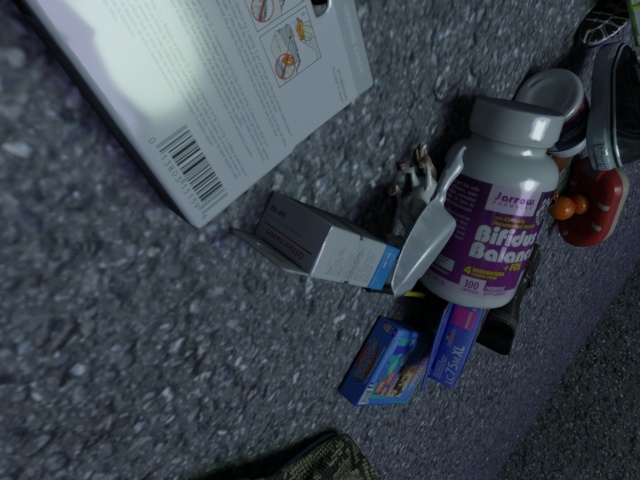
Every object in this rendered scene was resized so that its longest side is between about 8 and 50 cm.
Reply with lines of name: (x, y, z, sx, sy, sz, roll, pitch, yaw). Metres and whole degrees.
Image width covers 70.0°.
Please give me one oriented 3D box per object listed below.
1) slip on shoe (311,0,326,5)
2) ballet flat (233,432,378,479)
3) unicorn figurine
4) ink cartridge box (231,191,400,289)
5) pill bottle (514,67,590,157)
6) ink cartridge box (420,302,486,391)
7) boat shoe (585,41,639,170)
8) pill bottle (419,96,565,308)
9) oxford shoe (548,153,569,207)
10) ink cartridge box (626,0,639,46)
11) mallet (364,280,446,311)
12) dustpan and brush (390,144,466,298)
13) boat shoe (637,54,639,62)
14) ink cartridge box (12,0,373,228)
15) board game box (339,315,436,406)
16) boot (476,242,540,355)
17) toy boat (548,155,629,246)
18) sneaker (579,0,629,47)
slip on shoe: (-0.020, -0.273, 0.386, 0.135, 0.051, 0.041, 54, 34, -41)
ballet flat: (-0.069, 0.432, 0.683, 0.482, 0.182, 0.164, 1, 115, -46)
unicorn figurine: (0.133, -0.051, 0.671, 0.162, 0.060, 0.111, -50, 141, -10)
ink cartridge box: (0.000, 0.000, 0.532, 0.180, 0.104, 0.060, 17, 102, -50)
pill bottle: (0.431, -0.221, 0.832, 0.180, 0.108, 0.108, 19, 100, -50)
ink cartridge box: (0.288, 0.156, 0.901, 0.311, 0.065, 0.186, -27, 134, -53)
boat shoe: (0.536, -0.238, 0.783, 0.121, 0.119, 0.335, 54, 48, -35)
pill bottle: (0.263, -0.059, 0.716, 0.169, 0.169, 0.302, -16, 125, -39)
oxford shoe: (0.484, -0.111, 0.985, 0.212, 0.076, 0.076, -49, 138, -13)
ink cartridge box: (0.586, -0.491, 0.766, 0.255, 0.097, 0.189, 35, 74, -42)
mallet: (0.140, 0.086, 0.796, 0.189, 0.062, 0.039, 15, 103, -34)
dustpan and brush: (0.152, -0.027, 0.624, 0.211, 0.060, 0.147, -55, 162, 12)
boat shoe: (0.672, -0.363, 1.039, 0.137, 0.043, 0.049, -58, 143, 2)
ink cartridge box: (-0.084, -0.182, 0.363, 0.239, 0.060, 0.275, -43, 138, -18)
board game box: (0.143, 0.236, 0.879, 0.210, 0.047, 0.160, 25, 95, -51)
boot: (0.473, 0.148, 1.131, 0.229, 0.091, 0.263, -57, 160, -22)
toy boat: (0.641, -0.088, 1.138, 0.151, 0.151, 0.231, -11, 128, -5)
sneaker: (0.553, -0.408, 0.870, 0.170, 0.068, 0.071, -42, 144, -20)
